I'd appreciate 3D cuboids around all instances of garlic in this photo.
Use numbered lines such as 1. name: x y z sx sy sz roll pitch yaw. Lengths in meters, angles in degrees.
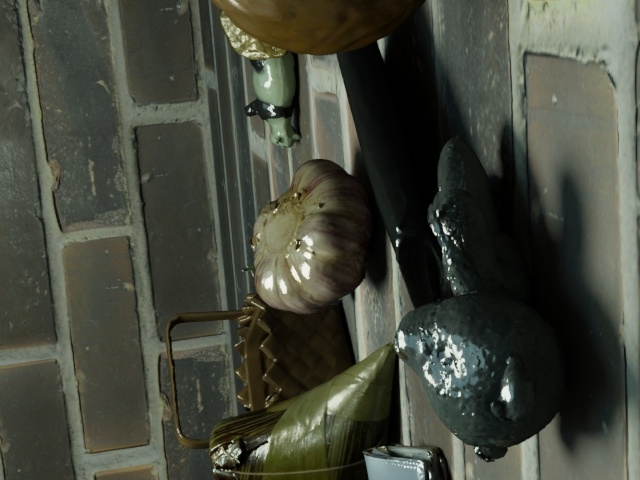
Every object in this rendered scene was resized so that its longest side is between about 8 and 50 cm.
1. garlic: 0.000 0.000 1.906 0.245 0.160 0.245 -31 51 49

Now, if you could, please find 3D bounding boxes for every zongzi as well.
1. zongzi: -0.029 0.264 1.920 0.154 0.289 0.317 -83 -3 -60

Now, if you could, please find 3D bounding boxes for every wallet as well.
1. wallet: 0.088 -0.111 1.549 0.228 0.062 0.406 64 -169 -57
2. wallet: 0.136 0.401 1.709 0.170 0.069 0.231 -7 94 61

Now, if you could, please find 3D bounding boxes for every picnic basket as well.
1. picnic basket: -0.109 0.238 2.200 0.291 0.321 0.254 109 155 -61

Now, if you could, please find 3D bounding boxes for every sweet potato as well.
1. sweet potato: -0.116 -0.442 2.253 0.370 0.158 0.158 -102 10 -61

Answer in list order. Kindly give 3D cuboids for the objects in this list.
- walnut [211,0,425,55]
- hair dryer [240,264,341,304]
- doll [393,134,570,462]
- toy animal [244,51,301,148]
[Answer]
1. walnut: 0.016 -0.371 1.254 0.354 0.308 0.398 -65 7 -11
2. hair dryer: -0.031 0.008 2.040 0.067 0.199 0.167 -8 65 57
3. doll: 0.142 0.062 1.252 0.246 0.158 0.340 78 176 -58
4. toy animal: -0.087 -0.281 2.341 0.121 0.094 0.225 -139 43 -60
